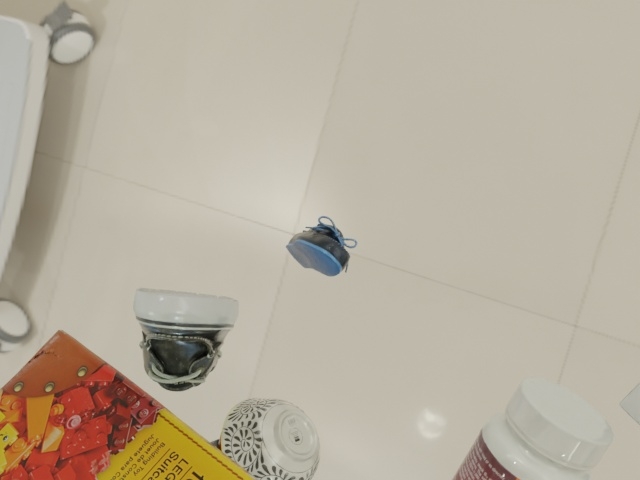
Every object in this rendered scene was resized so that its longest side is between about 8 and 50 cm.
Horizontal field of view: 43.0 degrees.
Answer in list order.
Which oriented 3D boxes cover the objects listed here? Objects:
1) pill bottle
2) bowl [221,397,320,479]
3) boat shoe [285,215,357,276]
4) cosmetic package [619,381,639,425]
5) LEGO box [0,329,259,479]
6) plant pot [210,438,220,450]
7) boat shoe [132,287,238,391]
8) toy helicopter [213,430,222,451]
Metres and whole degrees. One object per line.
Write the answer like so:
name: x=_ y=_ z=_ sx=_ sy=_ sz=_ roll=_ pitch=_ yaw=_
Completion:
pill bottle: x=0.372 y=0.472 z=1.541 sx=0.224 sy=0.224 sz=0.392 roll=34 pitch=111 yaw=23
bowl: x=-0.055 y=0.299 z=1.204 sx=0.080 sy=0.170 sz=0.170 roll=-37 pitch=72 yaw=37
boat shoe: x=0.000 y=0.000 z=1.529 sx=0.089 sy=0.258 sz=0.109 roll=-42 pitch=109 yaw=-11
cosmetic package: x=0.744 y=0.312 z=1.564 sx=0.225 sy=0.224 sz=0.138 roll=-51 pitch=34 yaw=12
LEGO box: x=-0.191 y=0.359 z=0.477 sx=0.372 sy=0.193 sz=0.500 roll=26 pitch=64 yaw=35
plant pot: x=-0.214 y=0.594 z=1.959 sx=0.187 sy=0.188 sz=0.167 roll=-35 pitch=42 yaw=48
boat shoe: x=-0.165 y=0.131 z=1.019 sx=0.121 sy=0.335 sz=0.119 roll=8 pitch=79 yaw=-1
toy helicopter: x=-0.268 y=0.344 z=1.297 sx=0.354 sy=0.235 sz=0.140 roll=14 pitch=92 yaw=36
